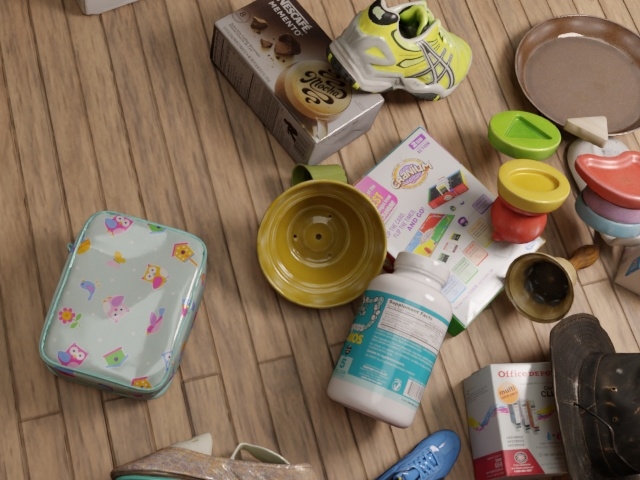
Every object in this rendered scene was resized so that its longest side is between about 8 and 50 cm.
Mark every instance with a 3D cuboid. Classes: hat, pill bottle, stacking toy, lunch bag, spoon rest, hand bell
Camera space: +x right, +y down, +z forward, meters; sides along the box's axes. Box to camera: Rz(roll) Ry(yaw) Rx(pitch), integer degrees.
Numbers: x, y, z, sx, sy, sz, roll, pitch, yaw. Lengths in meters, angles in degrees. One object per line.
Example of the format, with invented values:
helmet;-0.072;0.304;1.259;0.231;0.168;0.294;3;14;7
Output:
hat;0.490;0.265;1.216;0.331;0.134;0.331;21;59;-39
pill bottle;0.121;0.154;1.234;0.146;0.146;0.264;23;77;-1
stacking toy;0.433;-0.105;1.394;0.309;0.130;0.279;1;41;-9
lunch bag;-0.310;0.097;1.218;0.224;0.108;0.279;15;66;-2
spoon rest;0.557;-0.097;1.488;0.137;0.084;0.276;5;54;-6
hand bell;0.443;0.050;1.377;0.242;0.126;0.126;-22;72;-46

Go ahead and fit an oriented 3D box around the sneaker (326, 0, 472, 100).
sneaker;0.184;-0.353;1.410;0.385;0.147;0.145;-17;66;-49

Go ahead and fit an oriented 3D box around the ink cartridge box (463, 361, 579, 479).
ink cartridge box;0.321;0.295;1.250;0.128;0.127;0.176;0;68;-11

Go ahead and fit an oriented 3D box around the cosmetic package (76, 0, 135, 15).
cosmetic package;-0.370;-0.702;1.404;0.329;0.327;0.393;-24;76;-19

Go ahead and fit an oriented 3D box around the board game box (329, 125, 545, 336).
board game box;0.210;-0.022;1.389;0.316;0.064;0.242;45;67;8

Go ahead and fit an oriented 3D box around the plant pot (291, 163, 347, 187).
plant pot;0.002;-0.105;1.381;0.079;0.083;0.083;-16;72;-30

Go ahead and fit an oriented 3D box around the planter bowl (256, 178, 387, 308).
planter bowl;0.000;0.000;1.306;0.217;0.090;0.217;-1;100;-4

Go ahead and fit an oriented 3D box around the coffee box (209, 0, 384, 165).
coffee box;-0.049;-0.299;1.418;0.168;0.119;0.297;-35;79;-22

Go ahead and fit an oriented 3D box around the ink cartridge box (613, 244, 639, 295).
ink cartridge box;0.628;0.026;1.436;0.090;0.092;0.143;28;67;1

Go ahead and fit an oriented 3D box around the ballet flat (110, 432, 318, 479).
ballet flat;-0.152;0.353;1.164;0.316;0.107;0.106;15;46;-10

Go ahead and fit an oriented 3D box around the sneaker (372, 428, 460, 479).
sneaker;0.150;0.370;1.214;0.209;0.082;0.069;-32;76;-22

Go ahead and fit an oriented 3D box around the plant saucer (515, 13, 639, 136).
plant saucer;0.544;-0.328;1.564;0.311;0.050;0.310;1;62;-2
